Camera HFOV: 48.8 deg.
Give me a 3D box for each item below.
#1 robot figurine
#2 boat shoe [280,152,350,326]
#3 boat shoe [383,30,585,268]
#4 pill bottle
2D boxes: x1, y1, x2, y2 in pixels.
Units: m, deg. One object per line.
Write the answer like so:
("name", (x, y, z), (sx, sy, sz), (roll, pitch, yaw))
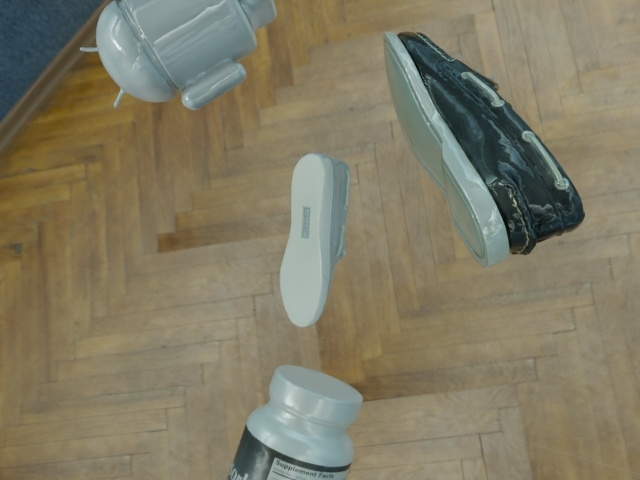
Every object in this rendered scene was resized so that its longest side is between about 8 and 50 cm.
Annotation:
("robot figurine", (-0.258, -0.387, 1.295), (0.354, 0.200, 0.299), (-31, 78, -1))
("boat shoe", (0.000, 0.000, 0.755), (0.066, 0.063, 0.184), (3, 93, 45))
("boat shoe", (0.135, -0.102, 0.652), (0.091, 0.114, 0.302), (-18, 53, -1))
("pill bottle", (-0.046, 0.330, 1.000), (0.162, 0.162, 0.278), (19, 93, 16))
